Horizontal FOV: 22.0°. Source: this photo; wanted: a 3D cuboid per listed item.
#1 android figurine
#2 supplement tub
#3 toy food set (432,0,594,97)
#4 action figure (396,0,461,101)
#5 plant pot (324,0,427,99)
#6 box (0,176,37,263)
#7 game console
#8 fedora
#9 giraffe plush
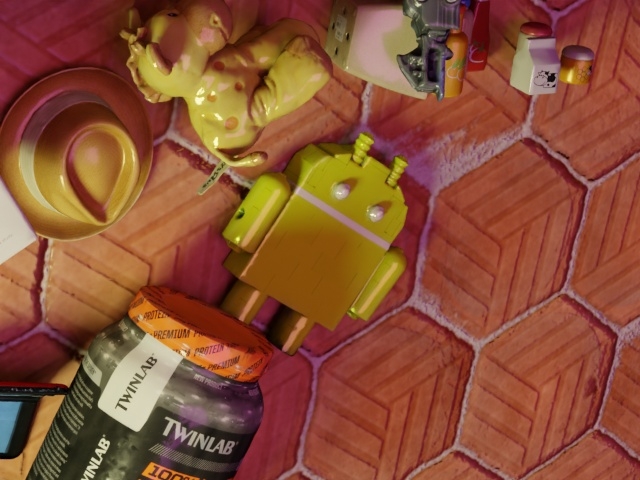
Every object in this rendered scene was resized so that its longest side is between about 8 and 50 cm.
[{"bbox_3d":[0.000,0.000,1.913,0.248,0.056,0.273,34,93,-39],"label":"android figurine"},{"bbox_3d":[-0.196,0.233,1.797,0.207,0.207,0.338,19,101,-38],"label":"supplement tub"},{"bbox_3d":[0.213,-0.235,1.901,0.232,0.111,0.104,-7,116,-28],"label":"toy food set"},{"bbox_3d":[0.086,-0.322,1.682,0.330,0.178,0.341,-3,83,-15],"label":"action figure"},{"bbox_3d":[0.065,-0.226,1.818,0.096,0.109,0.109,3,111,-22],"label":"plant pot"},{"bbox_3d":[-0.450,-0.095,1.494,0.215,0.168,0.345,-36,128,-13],"label":"box"},{"bbox_3d":[-0.357,0.193,1.753,0.144,0.124,0.085,5,83,-36],"label":"game console"},{"bbox_3d":[-0.241,-0.079,1.697,0.194,0.079,0.194,-15,120,-27],"label":"fedora"},{"bbox_3d":[-0.117,-0.180,1.682,0.170,0.181,0.210,44,68,-28],"label":"giraffe plush"}]
